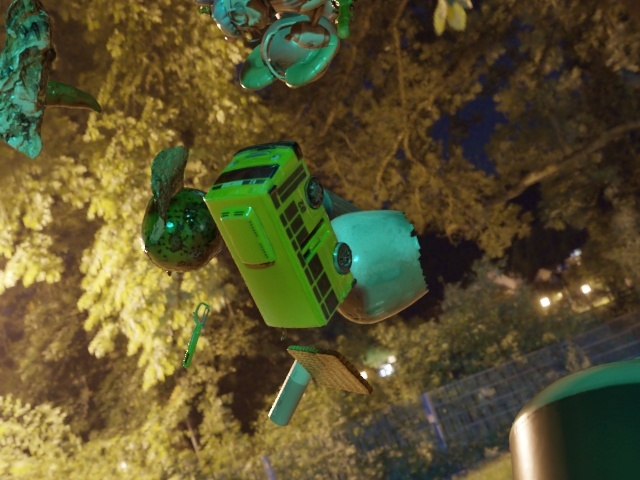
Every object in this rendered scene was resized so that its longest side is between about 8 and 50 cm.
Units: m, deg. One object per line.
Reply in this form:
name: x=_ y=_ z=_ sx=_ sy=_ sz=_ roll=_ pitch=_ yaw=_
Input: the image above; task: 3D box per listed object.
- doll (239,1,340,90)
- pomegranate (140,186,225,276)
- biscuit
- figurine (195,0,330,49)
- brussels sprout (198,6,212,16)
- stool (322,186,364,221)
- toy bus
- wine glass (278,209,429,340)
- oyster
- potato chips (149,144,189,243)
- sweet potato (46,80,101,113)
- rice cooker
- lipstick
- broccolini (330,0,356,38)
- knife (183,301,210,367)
doll: x=-0.068 y=-0.474 z=1.771 sx=0.284 sy=0.268 sz=0.216 roll=5 pitch=-27 yaw=43
pomegranate: x=-0.446 y=-0.007 z=2.415 sx=0.285 sy=0.285 sz=0.340 roll=-15 pitch=-25 yaw=-28
biscuit: x=0.026 y=0.350 z=2.065 sx=0.029 sy=0.172 sz=0.254 roll=-51 pitch=24 yaw=-24
figurine: x=-0.044 y=-0.371 z=1.152 sx=0.260 sy=0.103 sz=0.205 roll=-11 pitch=-19 yaw=22
brussels sprout: x=-0.233 y=-0.509 z=1.571 sx=0.058 sy=0.085 sz=0.085 roll=7 pitch=-20 yaw=-14
stool: x=0.000 y=0.000 z=2.185 sx=0.297 sy=0.297 sz=0.330 roll=-26 pitch=-29 yaw=21
toy bus: x=-0.059 y=-0.004 z=1.132 sx=0.128 sy=0.262 sz=0.150 roll=-3 pitch=34 yaw=34
wine glass: x=0.041 y=0.061 z=1.493 sx=0.323 sy=0.238 sz=0.238 roll=-18 pitch=-12 yaw=3
oyster: x=-0.537 y=-0.305 z=1.369 sx=0.087 sy=0.252 sz=0.199 roll=8 pitch=-30 yaw=9
potato chips: x=-0.371 y=-0.106 z=1.809 sx=0.059 sy=0.228 sz=0.167 roll=14 pitch=32 yaw=6
sweet potato: x=-0.620 y=-0.332 z=1.686 sx=0.274 sy=0.067 sz=0.067 roll=10 pitch=-29 yaw=-39
rice cooker: x=0.382 y=0.336 z=0.842 sx=0.335 sy=0.325 sz=0.335 roll=2 pitch=-40 yaw=2
lipstick: x=-0.078 y=0.445 z=2.298 sx=0.070 sy=0.070 sz=0.254 roll=-3 pitch=-56 yaw=-55
broccolini: x=0.037 y=-0.429 z=1.425 sx=0.058 sy=0.216 sz=0.067 roll=-10 pitch=-51 yaw=14
knife: x=-0.361 y=0.267 z=2.139 sx=0.015 sy=0.054 sz=0.212 roll=-9 pitch=-57 yaw=-55
